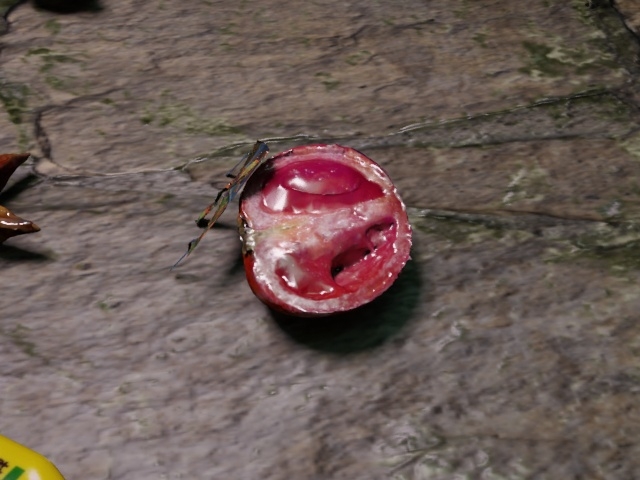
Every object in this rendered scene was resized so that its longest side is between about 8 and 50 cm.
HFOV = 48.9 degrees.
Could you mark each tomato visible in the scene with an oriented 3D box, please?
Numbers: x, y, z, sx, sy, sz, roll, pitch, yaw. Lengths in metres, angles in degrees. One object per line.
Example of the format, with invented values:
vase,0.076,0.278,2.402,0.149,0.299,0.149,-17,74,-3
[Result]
tomato,0.000,0.000,0.728,0.173,0.099,0.189,-6,66,-13

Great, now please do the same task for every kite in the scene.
kite,-0.096,-0.056,0.736,0.010,0.160,0.182,37,49,-16

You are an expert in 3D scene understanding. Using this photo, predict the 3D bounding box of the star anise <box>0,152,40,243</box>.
star anise,-0.429,-0.030,0.736,0.289,0.088,0.288,2,52,-2

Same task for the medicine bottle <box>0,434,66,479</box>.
medicine bottle,-0.224,0.235,0.560,0.309,0.076,0.111,21,63,11
